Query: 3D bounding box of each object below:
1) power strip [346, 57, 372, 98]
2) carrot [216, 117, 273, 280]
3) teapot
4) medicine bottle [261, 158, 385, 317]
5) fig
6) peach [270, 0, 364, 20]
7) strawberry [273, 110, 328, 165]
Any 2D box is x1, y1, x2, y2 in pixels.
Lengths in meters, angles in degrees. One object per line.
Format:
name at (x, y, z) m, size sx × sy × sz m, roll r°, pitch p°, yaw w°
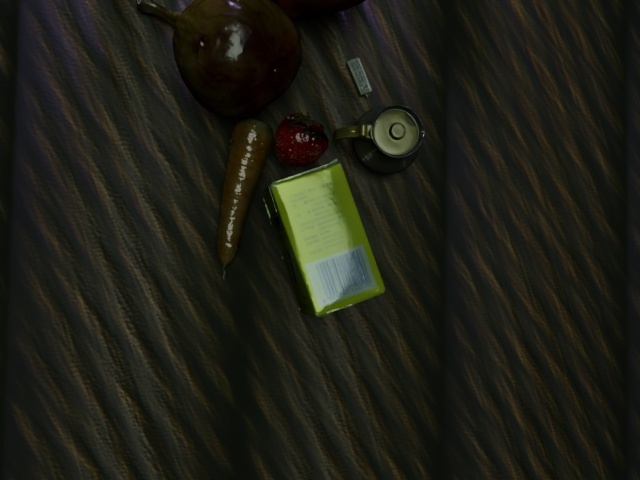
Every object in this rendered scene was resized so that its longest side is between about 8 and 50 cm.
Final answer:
power strip at (0.076, -0.314, 1.065) m, size 0.027 × 0.017 × 0.083 m, roll -23°, pitch 91°, yaw -8°
carrot at (-0.151, -0.075, 0.996) m, size 0.078 × 0.078 × 0.298 m, roll 13°, pitch 90°, yaw -9°
teapot at (0.110, -0.190, 1.015) m, size 0.166 × 0.119 × 0.130 m, roll 2°, pitch 87°, yaw -9°
medicine bottle at (0.000, 0.000, 0.982) m, size 0.141 × 0.137 × 0.250 m, roll -18°, pitch 91°, yaw -8°
fig at (-0.195, -0.361, 0.954) m, size 0.321 × 0.217 × 0.217 m, roll 38°, pitch 82°, yaw 16°
peach at (-0.016, -0.565, 0.919) m, size 0.373 × 0.290 × 0.372 m, roll 0°, pitch 92°, yaw -9°
strawberry at (-0.038, -0.178, 1.007) m, size 0.106 × 0.106 × 0.106 m, roll 0°, pitch 88°, yaw -9°
